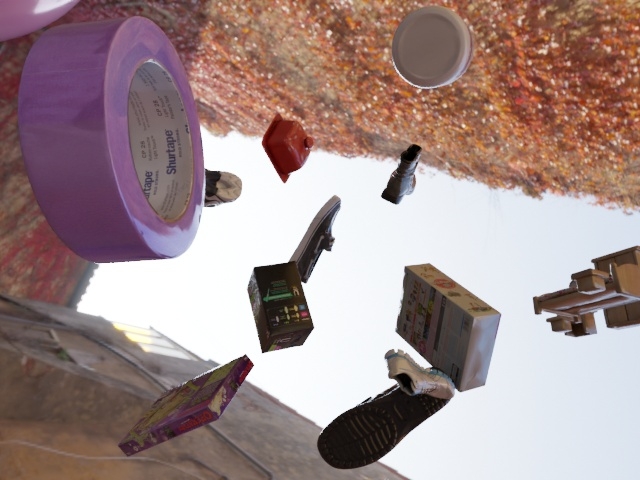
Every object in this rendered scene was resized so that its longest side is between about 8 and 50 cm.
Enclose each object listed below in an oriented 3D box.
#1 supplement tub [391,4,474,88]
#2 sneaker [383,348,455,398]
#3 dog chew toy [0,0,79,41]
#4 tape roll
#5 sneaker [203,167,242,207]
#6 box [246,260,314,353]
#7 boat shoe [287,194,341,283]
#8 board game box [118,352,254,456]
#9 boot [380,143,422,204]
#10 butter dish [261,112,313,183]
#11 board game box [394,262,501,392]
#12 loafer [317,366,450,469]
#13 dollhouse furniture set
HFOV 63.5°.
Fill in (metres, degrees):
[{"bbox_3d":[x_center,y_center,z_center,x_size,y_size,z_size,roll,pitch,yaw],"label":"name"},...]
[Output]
[{"bbox_3d":[0.301,-0.502,1.357,0.191,0.272,0.191,6,-71,17],"label":"supplement tub"},{"bbox_3d":[0.223,0.326,1.171,0.071,0.191,0.083,-54,-167,34],"label":"sneaker"},{"bbox_3d":[-0.277,-0.191,0.227,0.206,0.332,0.206,41,-42,51],"label":"dog chew toy"},{"bbox_3d":[-0.222,-0.111,0.607,0.090,0.275,0.274,-3,-113,6],"label":"tape roll"},{"bbox_3d":[-0.318,-0.139,1.255,0.153,0.235,0.094,-28,-127,60],"label":"sneaker"},{"bbox_3d":[-0.047,0.075,0.581,0.062,0.052,0.083,118,-41,-57],"label":"box"},{"bbox_3d":[0.000,0.000,1.656,0.102,0.108,0.301,32,-87,10],"label":"boat shoe"},{"bbox_3d":[-0.341,0.420,1.322,0.347,0.208,0.056,-29,-82,28],"label":"board game box"},{"bbox_3d":[0.263,-0.213,1.530,0.083,0.246,0.161,28,-59,8],"label":"boot"},{"bbox_3d":[-0.075,-0.269,1.470,0.118,0.160,0.160,-6,-137,27],"label":"butter dish"},{"bbox_3d":[0.330,0.222,1.394,0.303,0.098,0.224,-139,-132,-55],"label":"board game box"},{"bbox_3d":[0.164,0.448,1.294,0.366,0.130,0.133,-26,-105,-6],"label":"loafer"},{"bbox_3d":[0.561,0.084,1.133,0.303,0.356,0.173,-34,-131,53],"label":"dollhouse furniture set"}]
